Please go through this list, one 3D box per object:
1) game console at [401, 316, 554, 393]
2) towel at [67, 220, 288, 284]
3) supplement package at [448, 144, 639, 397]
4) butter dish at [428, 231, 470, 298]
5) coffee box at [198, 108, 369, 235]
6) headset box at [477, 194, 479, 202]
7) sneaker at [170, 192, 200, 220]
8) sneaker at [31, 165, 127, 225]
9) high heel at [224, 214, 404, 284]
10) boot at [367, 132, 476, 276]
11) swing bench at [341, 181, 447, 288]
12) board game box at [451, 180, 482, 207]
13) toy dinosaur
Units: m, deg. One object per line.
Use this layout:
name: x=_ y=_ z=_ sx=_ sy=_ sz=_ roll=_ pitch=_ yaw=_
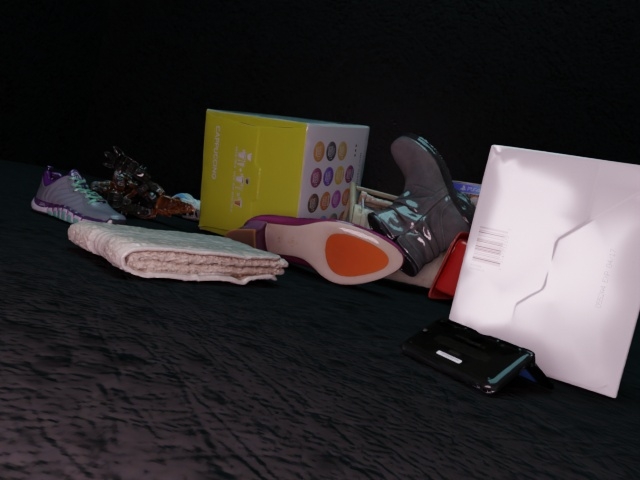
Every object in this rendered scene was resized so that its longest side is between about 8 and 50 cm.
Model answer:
game console: x=0.168 y=0.136 z=0.555 sx=0.107 sy=0.071 sz=0.122 roll=-25 pitch=24 yaw=-31
towel: x=-0.201 y=0.020 z=0.759 sx=0.187 sy=0.049 sz=0.282 roll=14 pitch=4 yaw=43
supplement package: x=0.300 y=0.031 z=0.670 sx=0.204 sy=0.262 sz=0.145 roll=15 pitch=4 yaw=26
butter dish: x=0.330 y=0.075 z=1.099 sx=0.118 sy=0.160 sz=0.160 roll=31 pitch=13 yaw=37
coffee box: x=-0.104 y=-0.179 z=1.458 sx=0.338 sy=0.338 sz=0.334 roll=15 pitch=17 yaw=29
headset box: x=0.493 y=0.044 z=1.199 sx=0.246 sy=0.283 sz=0.131 roll=13 pitch=-12 yaw=-25
sneaker: x=-0.411 y=-0.096 z=1.681 sx=0.237 sy=0.085 sz=0.086 roll=20 pitch=33 yaw=39
sneaker: x=-0.465 y=-0.084 z=0.990 sx=0.223 sy=0.098 sz=0.083 roll=14 pitch=4 yaw=20
high heel: x=0.000 y=0.000 z=1.078 sx=0.377 sy=0.127 sz=0.181 roll=11 pitch=13 yaw=18
boot: x=0.200 y=-0.097 z=1.199 sx=0.222 sy=0.338 sz=0.118 roll=-24 pitch=-30 yaw=-13
swing bench: x=0.184 y=-0.014 z=1.320 sx=0.253 sy=0.165 sz=0.255 roll=13 pitch=21 yaw=-7
board game box: x=0.444 y=0.005 z=1.420 sx=0.232 sy=0.291 sz=0.141 roll=11 pitch=4 yaw=-43
toy dinosaur: x=-0.477 y=-0.126 z=1.352 sx=0.321 sy=0.164 sz=0.218 roll=-8 pitch=-19 yaw=15
